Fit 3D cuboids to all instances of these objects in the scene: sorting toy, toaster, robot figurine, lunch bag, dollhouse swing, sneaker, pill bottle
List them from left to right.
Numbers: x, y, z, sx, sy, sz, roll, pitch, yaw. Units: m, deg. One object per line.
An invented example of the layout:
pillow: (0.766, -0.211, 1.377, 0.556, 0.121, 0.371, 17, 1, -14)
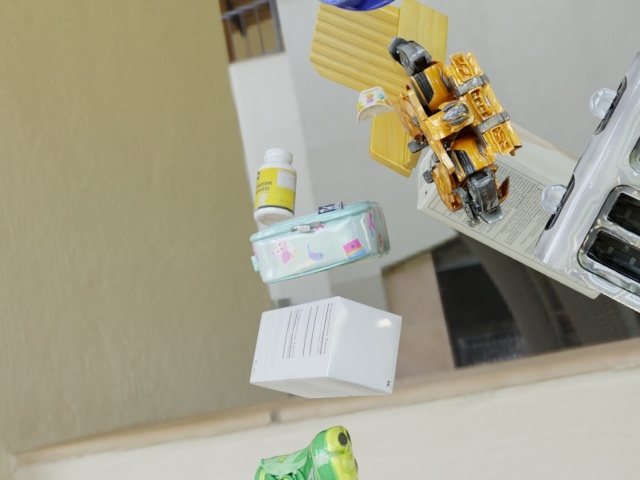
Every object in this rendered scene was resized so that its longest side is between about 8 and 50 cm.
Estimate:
pill bottle: (-0.113, -0.136, 2.279, 0.103, 0.184, 0.103, 2, -22, 1)
sneaker: (-0.021, 0.324, 1.170, 0.124, 0.109, 0.295, -6, -26, -15)
lunch bag: (0.000, 0.000, 1.558, 0.224, 0.107, 0.279, -12, 0, 11)
dollhouse swing: (0.117, -0.386, 2.166, 0.305, 0.315, 0.347, 11, -32, -4)
sorting toy: (0.111, -0.304, 1.948, 0.083, 0.075, 0.045, -17, -44, 15)
robot figurine: (0.143, -0.115, 0.959, 0.085, 0.211, 0.291, -28, -4, 2)
toaster: (0.262, -0.025, 0.641, 0.186, 0.168, 0.110, 30, 16, 17)

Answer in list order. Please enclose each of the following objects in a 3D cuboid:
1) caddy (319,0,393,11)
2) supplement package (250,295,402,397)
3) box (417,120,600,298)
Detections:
caddy: (0.041, -0.574, 1.587, 0.241, 0.341, 0.179, -22, 10, 20)
supplement package: (0.007, 0.188, 1.526, 0.139, 0.133, 0.244, 20, -21, -30)
box: (0.307, -0.057, 1.296, 0.311, 0.121, 0.148, 27, -56, -13)
